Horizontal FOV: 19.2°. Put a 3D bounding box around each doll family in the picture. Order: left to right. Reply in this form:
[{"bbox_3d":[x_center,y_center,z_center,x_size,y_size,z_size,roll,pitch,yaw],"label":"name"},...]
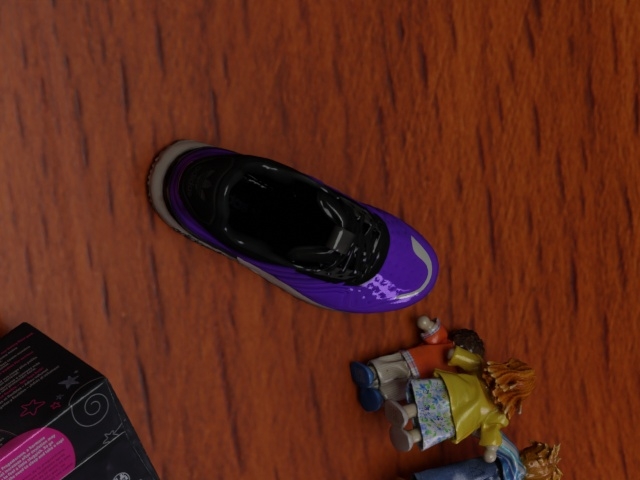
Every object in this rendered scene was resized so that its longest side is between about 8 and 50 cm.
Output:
[{"bbox_3d":[0.144,0.199,1.776,0.163,0.118,0.263,-16,102,-27],"label":"doll family"}]

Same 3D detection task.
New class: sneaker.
[{"bbox_3d":[-0.001,0.001,1.661,0.293,0.146,0.102,21,85,-29],"label":"sneaker"}]

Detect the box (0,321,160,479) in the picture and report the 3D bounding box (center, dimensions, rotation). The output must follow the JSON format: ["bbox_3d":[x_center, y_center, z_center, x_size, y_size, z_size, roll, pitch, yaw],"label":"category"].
[{"bbox_3d":[-0.272,0.213,1.519,0.247,0.142,0.163,-37,127,-20],"label":"box"}]
